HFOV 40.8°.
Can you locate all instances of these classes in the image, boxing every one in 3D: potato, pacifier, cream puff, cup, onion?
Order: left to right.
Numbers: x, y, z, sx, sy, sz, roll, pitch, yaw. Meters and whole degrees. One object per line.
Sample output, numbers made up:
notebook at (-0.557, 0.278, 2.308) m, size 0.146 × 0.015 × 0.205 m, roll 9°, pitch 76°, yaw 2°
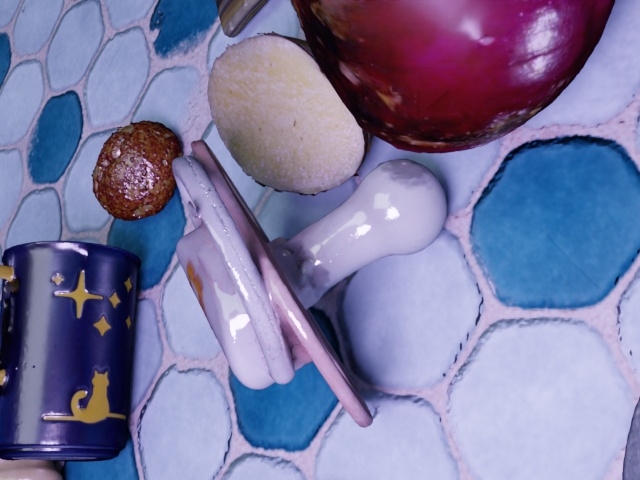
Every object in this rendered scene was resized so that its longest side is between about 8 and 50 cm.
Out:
cup at (-0.361, 0.142, 1.075) m, size 0.178 × 0.254 × 0.257 m, roll 141°, pitch 133°, yaw -64°
cream puff at (-0.256, -0.100, 1.168) m, size 0.149 × 0.084 × 0.149 m, roll -16°, pitch 65°, yaw 37°
pacifier at (-0.020, 0.024, 0.827) m, size 0.332 × 0.273 × 0.220 m, roll 58°, pitch 143°, yaw 36°
potato at (-0.012, -0.150, 0.938) m, size 0.202 × 0.117 × 0.182 m, roll -8°, pitch 111°, yaw 42°
onion at (0.155, -0.250, 0.720) m, size 0.384 × 0.348 × 0.348 m, roll -6°, pitch 67°, yaw 1°

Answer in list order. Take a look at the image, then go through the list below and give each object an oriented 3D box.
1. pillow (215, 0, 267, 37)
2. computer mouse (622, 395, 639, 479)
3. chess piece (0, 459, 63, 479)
pillow at (-0.080, -0.403, 1.125) m, size 0.208 × 0.052 × 0.212 m, roll -39°, pitch 52°, yaw 32°
computer mouse at (0.327, 0.062, 0.483) m, size 0.374 × 0.114 × 0.203 m, roll -45°, pitch 48°, yaw 0°
chess piece at (-0.423, 0.235, 1.205) m, size 0.139 × 0.124 × 0.307 m, roll 119°, pitch 147°, yaw -54°
